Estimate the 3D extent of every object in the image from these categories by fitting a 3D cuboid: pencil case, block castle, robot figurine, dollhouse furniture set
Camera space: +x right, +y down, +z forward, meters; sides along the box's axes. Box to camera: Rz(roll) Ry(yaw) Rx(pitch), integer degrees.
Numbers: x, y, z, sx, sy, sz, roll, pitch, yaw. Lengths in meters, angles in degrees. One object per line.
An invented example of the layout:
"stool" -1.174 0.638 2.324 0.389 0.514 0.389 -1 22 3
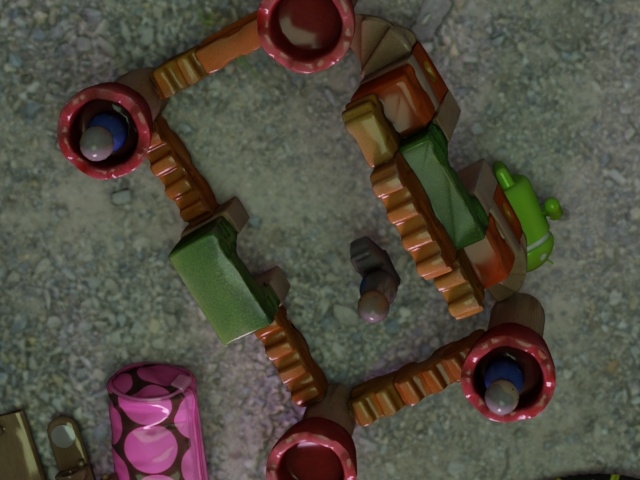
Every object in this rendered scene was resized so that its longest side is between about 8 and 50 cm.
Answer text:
"pencil case" -0.151 0.227 1.754 0.098 0.095 0.209 2 108 35
"block castle" 0.000 0.000 1.620 0.303 0.213 0.453 -27 103 17
"robot figurine" 0.185 -0.018 1.732 0.101 0.067 0.115 -24 104 5
"dollhouse furniture set" -0.270 0.235 1.705 0.144 0.151 0.123 -15 99 7

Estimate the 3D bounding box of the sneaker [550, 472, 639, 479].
"sneaker" 0.213 0.349 1.799 0.385 0.145 0.147 -14 124 2
